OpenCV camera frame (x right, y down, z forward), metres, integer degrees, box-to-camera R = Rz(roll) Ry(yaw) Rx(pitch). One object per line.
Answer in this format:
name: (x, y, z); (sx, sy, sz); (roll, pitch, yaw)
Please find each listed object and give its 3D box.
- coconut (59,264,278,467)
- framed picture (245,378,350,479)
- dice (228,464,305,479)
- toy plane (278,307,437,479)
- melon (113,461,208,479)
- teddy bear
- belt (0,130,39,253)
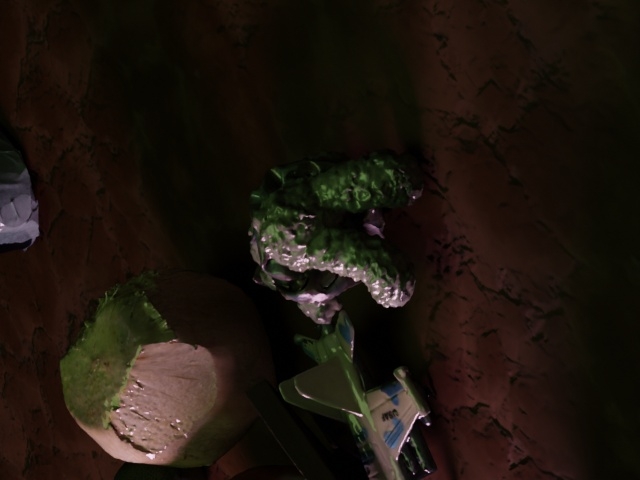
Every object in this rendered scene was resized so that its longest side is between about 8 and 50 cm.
coconut: (-0.130, 0.117, 1.432); (0.194, 0.194, 0.194); (33, 134, 42)
framed picture: (0.006, 0.198, 1.322); (0.128, 0.023, 0.168); (51, 177, 37)
dice: (-0.041, 0.320, 1.420); (0.174, 0.179, 0.175); (45, 137, 33)
toy plane: (0.062, 0.180, 1.277); (0.262, 0.088, 0.192); (56, 153, -1)
melon: (-0.167, 0.263, 1.641); (0.131, 0.098, 0.098); (-22, 90, 66)
teddy bear: (-0.014, -0.003, 1.227); (0.213, 0.111, 0.133); (-9, 76, 59)
belt: (-0.387, -0.059, 1.790); (0.198, 0.078, 0.151); (34, 131, 45)
